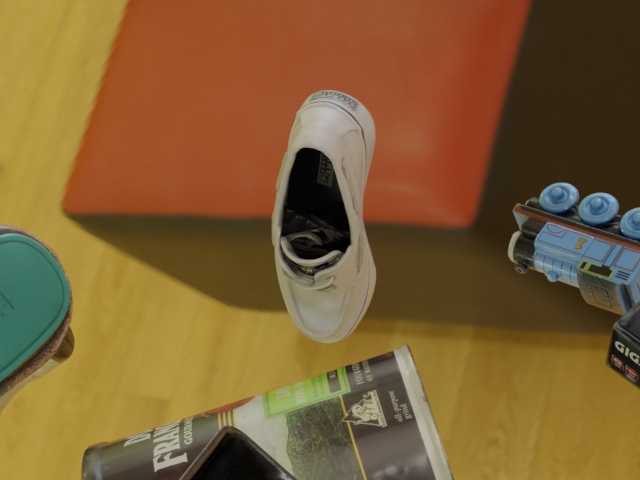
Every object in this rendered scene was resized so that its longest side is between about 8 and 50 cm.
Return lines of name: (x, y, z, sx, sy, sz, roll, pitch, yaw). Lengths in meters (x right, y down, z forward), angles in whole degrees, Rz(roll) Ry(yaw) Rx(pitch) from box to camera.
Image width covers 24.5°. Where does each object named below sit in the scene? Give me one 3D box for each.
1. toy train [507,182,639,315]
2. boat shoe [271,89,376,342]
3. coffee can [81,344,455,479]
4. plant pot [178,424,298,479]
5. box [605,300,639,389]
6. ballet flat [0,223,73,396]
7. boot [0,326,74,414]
toy train: (0.278, 0.007, 1.535, 0.184, 0.080, 0.105, 21, 60, 36)
boat shoe: (0.000, 0.000, 1.296, 0.096, 0.267, 0.088, 17, 41, 10)
coffee can: (-0.029, 0.221, 1.191, 0.275, 0.201, 0.201, -18, 52, 1)
plant pot: (-0.042, 0.220, 0.608, 0.187, 0.188, 0.167, 41, 104, 2)
box: (0.335, 0.061, 1.027, 0.220, 0.051, 0.175, -36, 58, -26)
ballet flat: (-0.251, 0.104, 0.707, 0.316, 0.107, 0.106, -36, 13, -35)
boot: (-0.356, 0.090, 1.353, 0.165, 0.213, 0.077, -42, 27, 31)
